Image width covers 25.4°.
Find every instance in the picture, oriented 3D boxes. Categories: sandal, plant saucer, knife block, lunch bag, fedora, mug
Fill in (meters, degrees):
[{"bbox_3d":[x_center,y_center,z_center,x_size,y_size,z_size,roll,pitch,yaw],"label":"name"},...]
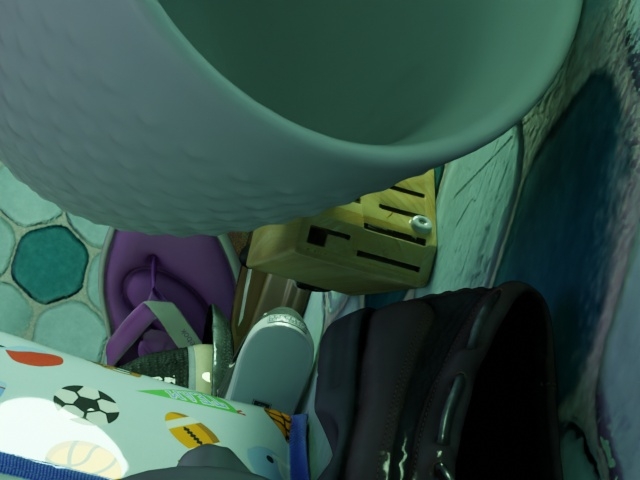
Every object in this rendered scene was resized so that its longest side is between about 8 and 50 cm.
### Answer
[{"bbox_3d":[-0.174,0.144,1.601,0.102,0.169,0.416,-86,2,-61],"label":"sandal"},{"bbox_3d":[-0.042,0.014,1.389,0.278,0.041,0.278,-166,90,-80],"label":"plant saucer"},{"bbox_3d":[0.000,0.000,1.018,0.276,0.088,0.242,-87,15,-50],"label":"knife block"},{"bbox_3d":[-0.174,0.235,0.949,0.385,0.328,0.239,-92,21,-65],"label":"lunch bag"},{"bbox_3d":[-0.176,0.215,1.382,0.334,0.152,0.334,-175,90,-81],"label":"fedora"},{"bbox_3d":[-0.029,-0.157,0.810,0.374,0.276,0.328,-30,5,-32],"label":"mug"}]

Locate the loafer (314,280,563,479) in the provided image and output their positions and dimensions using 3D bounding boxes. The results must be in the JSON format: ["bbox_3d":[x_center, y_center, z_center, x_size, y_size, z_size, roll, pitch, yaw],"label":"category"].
[{"bbox_3d":[0.056,0.106,0.511,0.095,0.109,0.302,-26,28,13],"label":"loafer"}]

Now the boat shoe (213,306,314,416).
[{"bbox_3d":[-0.066,0.157,1.193,0.076,0.080,0.228,-86,15,-74],"label":"boat shoe"}]

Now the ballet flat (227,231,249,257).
[{"bbox_3d":[-0.148,0.037,1.735,0.348,0.123,0.123,117,165,-49],"label":"ballet flat"}]

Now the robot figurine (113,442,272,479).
[{"bbox_3d":[-0.060,0.242,0.649,0.300,0.200,0.353,-36,21,14],"label":"robot figurine"}]
